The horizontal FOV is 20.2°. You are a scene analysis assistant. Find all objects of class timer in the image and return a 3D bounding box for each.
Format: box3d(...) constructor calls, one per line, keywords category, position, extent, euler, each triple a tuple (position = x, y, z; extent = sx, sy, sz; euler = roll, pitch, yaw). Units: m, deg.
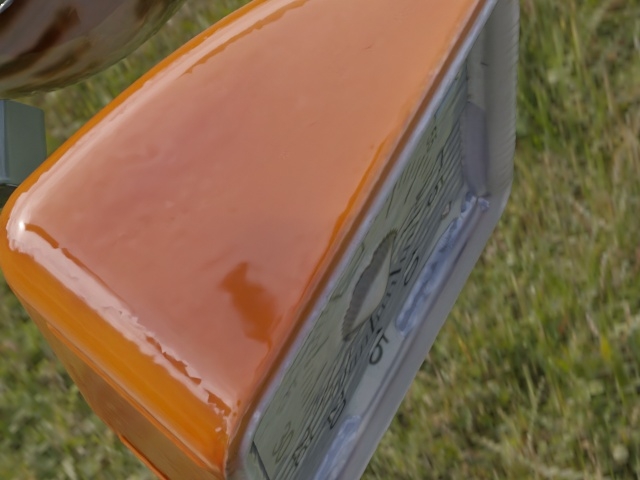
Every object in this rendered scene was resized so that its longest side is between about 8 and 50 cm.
box3d(category="timer", position=(0.000, 0.000, 0.841), extent=(0.161, 0.257, 0.250), euler=(40, 76, 19))

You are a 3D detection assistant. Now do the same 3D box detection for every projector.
box3d(category="projector", position=(-0.301, -0.079, 1.655), extent=(0.083, 0.083, 0.082), euler=(-13, 76, 30))

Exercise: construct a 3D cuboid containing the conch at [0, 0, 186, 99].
box3d(category="conch", position=(-0.125, -0.219, 0.962), extent=(0.249, 0.197, 0.368), euler=(36, 96, 47))
